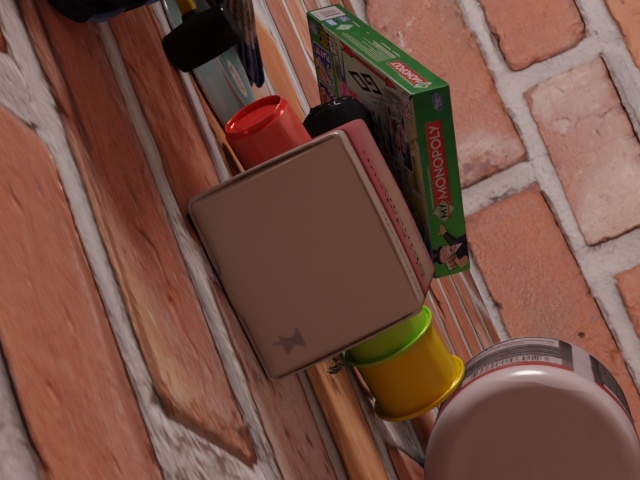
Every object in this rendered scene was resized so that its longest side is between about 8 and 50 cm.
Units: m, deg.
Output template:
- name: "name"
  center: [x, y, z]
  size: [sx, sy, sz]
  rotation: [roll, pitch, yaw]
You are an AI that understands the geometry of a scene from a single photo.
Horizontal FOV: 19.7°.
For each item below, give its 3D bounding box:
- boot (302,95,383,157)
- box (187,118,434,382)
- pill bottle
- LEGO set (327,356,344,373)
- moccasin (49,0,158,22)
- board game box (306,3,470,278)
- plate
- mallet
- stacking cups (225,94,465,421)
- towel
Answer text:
- name: "boot"
  center: [0.035, -0.049, 1.894]
  size: [0.246, 0.094, 0.207]
  rotation: [58, 12, -81]
- name: "box"
  center: [0.000, 0.000, 1.416]
  size: [0.148, 0.127, 0.232]
  rotation: [64, 8, -4]
- name: "pill bottle"
  center: [0.220, 0.210, 1.893]
  size: [0.210, 0.210, 0.363]
  rotation: [64, 8, 0]
- name: "LEGO set"
  center: [-0.003, 0.075, 1.570]
  size: [0.054, 0.023, 0.083]
  rotation: [36, 43, -69]
- name: "moccasin"
  center: [-0.138, -0.239, 1.337]
  size: [0.137, 0.117, 0.342]
  rotation: [51, 14, -6]
- name: "board game box"
  center: [0.072, -0.116, 2.021]
  size: [0.317, 0.046, 0.213]
  rotation: [-133, -149, -60]
- name: "plate"
  center: [-0.096, -0.167, 1.687]
  size: [0.188, 0.024, 0.188]
  rotation: [62, 8, -15]
- name: "mallet"
  center: [-0.122, -0.237, 1.548]
  size: [0.039, 0.062, 0.189]
  rotation: [26, 44, -74]
- name: "stacking cups"
  center: [0.013, 0.015, 1.648]
  size: [0.316, 0.096, 0.096]
  rotation: [57, 10, -20]
- name: "towel"
  center: [-0.103, -0.311, 1.796]
  size: [0.209, 0.034, 0.285]
  rotation: [-108, -173, -47]
